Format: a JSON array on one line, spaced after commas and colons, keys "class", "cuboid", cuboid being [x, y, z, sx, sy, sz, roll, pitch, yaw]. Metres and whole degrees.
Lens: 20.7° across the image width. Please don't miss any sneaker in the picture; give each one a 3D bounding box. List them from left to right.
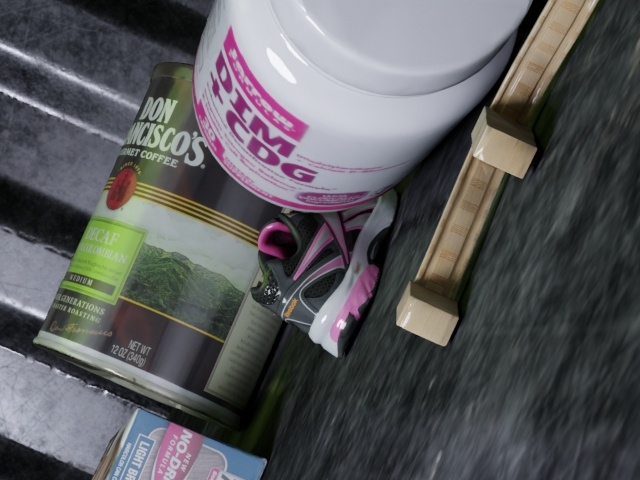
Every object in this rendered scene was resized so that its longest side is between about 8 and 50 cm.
[{"class": "sneaker", "cuboid": [0.000, 0.000, 1.126, 0.178, 0.077, 0.072, -75, 11, -66]}]

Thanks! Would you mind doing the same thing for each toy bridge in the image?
[{"class": "toy bridge", "cuboid": [0.080, -0.043, 0.762, 0.063, 0.026, 0.188, -75, 10, -76]}]

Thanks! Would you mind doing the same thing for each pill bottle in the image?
[{"class": "pill bottle", "cuboid": [0.019, -0.119, 0.987, 0.283, 0.160, 0.160, 132, 162, -75]}]

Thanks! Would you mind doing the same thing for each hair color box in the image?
[{"class": "hair color box", "cuboid": [-0.143, 0.238, 1.367, 0.347, 0.105, 0.174, 136, 158, -76]}]

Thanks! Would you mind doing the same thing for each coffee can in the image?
[{"class": "coffee can", "cuboid": [-0.110, 0.007, 1.572, 0.201, 0.201, 0.275, 142, 151, -80]}]
